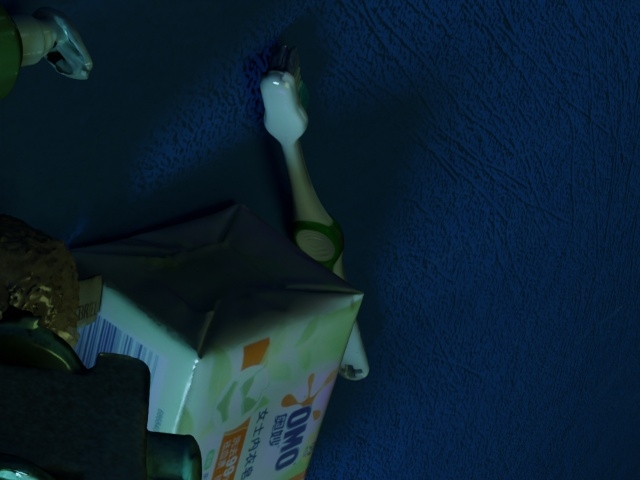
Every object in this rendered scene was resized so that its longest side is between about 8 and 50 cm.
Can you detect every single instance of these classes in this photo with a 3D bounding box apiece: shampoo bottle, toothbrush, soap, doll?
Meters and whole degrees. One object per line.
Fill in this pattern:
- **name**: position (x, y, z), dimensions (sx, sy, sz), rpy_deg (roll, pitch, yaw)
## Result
- **shampoo bottle**: position (-0.208, -0.088, 0.718), dimensions (0.204, 0.065, 0.065), rpy_deg (-21, 135, -47)
- **toothbrush**: position (-0.001, 0.004, 1.145), dimensions (0.418, 0.042, 0.040), rpy_deg (77, 21, -51)
- **soap**: position (-0.090, 0.101, 1.007), dimensions (0.182, 0.138, 0.199), rpy_deg (-18, 132, -50)
- **doll**: position (-0.194, 0.039, 0.814), dimensions (0.105, 0.115, 0.221), rpy_deg (-34, 168, 36)

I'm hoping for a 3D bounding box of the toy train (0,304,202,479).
- **toy train**: position (-0.222, 0.113, 0.668), dimensions (0.326, 0.129, 0.159), rpy_deg (9, 125, -12)
